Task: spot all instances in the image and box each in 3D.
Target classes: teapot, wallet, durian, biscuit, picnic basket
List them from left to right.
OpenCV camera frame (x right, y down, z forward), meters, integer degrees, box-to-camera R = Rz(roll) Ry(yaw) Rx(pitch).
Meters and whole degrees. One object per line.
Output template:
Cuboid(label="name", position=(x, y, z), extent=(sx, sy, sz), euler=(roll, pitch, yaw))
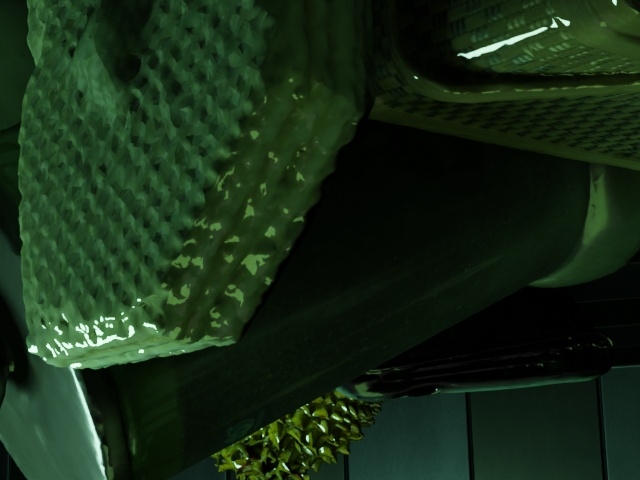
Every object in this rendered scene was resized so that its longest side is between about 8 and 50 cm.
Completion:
Cuboid(label="biscuit", position=(-0.049, -0.088, 0.470), extent=(0.052, 0.252, 0.150), euler=(9, 165, -42))
Cuboid(label="durian", position=(-0.063, 0.140, 1.565), extent=(0.258, 0.258, 0.293), euler=(-14, 128, 45))
Cuboid(label="teapot", position=(-0.023, -0.026, 0.644), extent=(0.337, 0.200, 0.270), euler=(-26, 147, -27))
Cuboid(label="wallet", position=(0.041, -0.005, 0.888), extent=(0.172, 0.045, 0.318), euler=(-6, -149, -13))
Cuboid(label="picnic basket", position=(0.139, -0.119, 0.554), extent=(0.267, 0.165, 0.139), euler=(8, 166, -36))

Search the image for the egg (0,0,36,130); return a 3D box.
Cuboid(label="egg", position=(-0.206, -0.052, 0.764), extent=(0.253, 0.186, 0.186), euler=(5, 166, -16))
